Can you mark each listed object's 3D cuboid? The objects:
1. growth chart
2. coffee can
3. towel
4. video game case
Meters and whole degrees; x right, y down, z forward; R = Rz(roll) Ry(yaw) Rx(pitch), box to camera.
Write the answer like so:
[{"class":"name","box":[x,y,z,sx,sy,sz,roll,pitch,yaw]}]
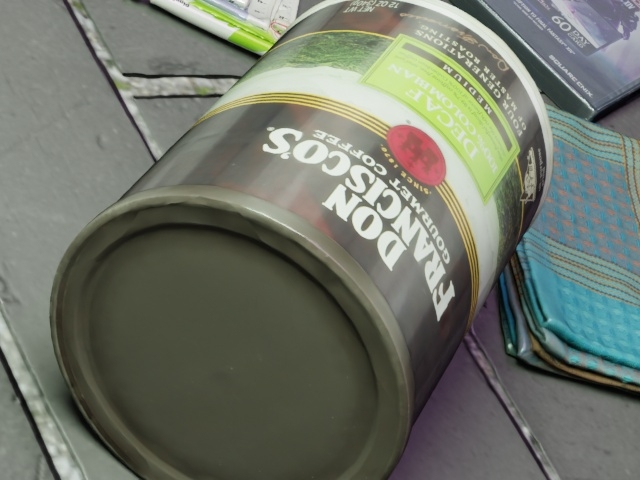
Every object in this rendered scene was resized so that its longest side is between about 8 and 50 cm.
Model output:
[{"class":"growth chart","box":[-0.078,-0.224,1.313,0.172,0.021,0.237,21,40,-17]},{"class":"coffee can","box":[0.000,0.000,0.994,0.201,0.201,0.275,36,38,0]},{"class":"towel","box":[0.286,0.025,1.315,0.370,0.040,0.271,17,43,-23]},{"class":"video game case","box":[0.228,-0.207,1.522,0.196,0.026,0.274,46,40,12]}]
